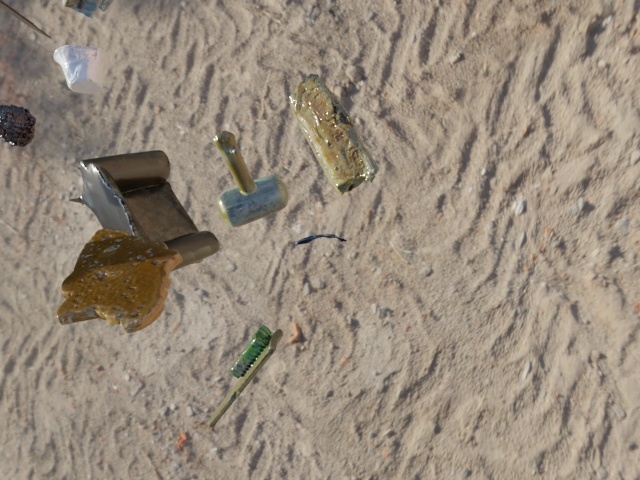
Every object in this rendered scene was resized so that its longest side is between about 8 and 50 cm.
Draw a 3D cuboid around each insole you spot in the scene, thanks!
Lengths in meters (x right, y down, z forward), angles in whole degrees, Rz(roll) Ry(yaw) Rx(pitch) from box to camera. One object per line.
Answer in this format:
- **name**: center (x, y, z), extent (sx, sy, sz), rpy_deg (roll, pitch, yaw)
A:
- **insole**: center (-0.681, -0.504, 0.936), extent (0.111, 0.328, 0.007), rpy_deg (30, 89, 10)

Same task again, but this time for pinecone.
- **pinecone**: center (-0.598, -0.224, 0.906), extent (0.083, 0.077, 0.077), rpy_deg (149, 112, -65)

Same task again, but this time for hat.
- **hat**: center (-0.881, -0.626, 1.724), extent (0.203, 0.203, 0.126), rpy_deg (-9, 87, 24)

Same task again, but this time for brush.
- **brush**: center (-0.148, 0.251, 0.839), extent (0.048, 0.054, 0.282), rpy_deg (36, 123, 3)

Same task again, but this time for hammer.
- **hammer**: center (-0.206, -0.171, 1.232), extent (0.201, 0.306, 0.113), rpy_deg (-24, 52, -6)

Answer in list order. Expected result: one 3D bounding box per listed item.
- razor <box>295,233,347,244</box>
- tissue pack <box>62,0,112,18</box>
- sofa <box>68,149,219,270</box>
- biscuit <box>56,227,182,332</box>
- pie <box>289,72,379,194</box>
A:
- **razor**: center (0.000, -0.005, 1.395), extent (0.154, 0.044, 0.028), rpy_deg (-3, 94, -3)
- **tissue pack**: center (-0.657, -0.800, 1.368), extent (0.229, 0.145, 0.159), rpy_deg (-36, 63, 33)
- **sofa**: center (-0.332, -0.053, 0.914), extent (0.182, 0.200, 0.259), rpy_deg (-39, 80, 39)
- **biscuit**: center (-0.269, 0.046, 0.619), extent (0.250, 0.162, 0.035), rpy_deg (42, 146, 46)
- **pie**: center (0.028, -0.237, 1.053), extent (0.128, 0.068, 0.283), rpy_deg (-34, 79, 30)
